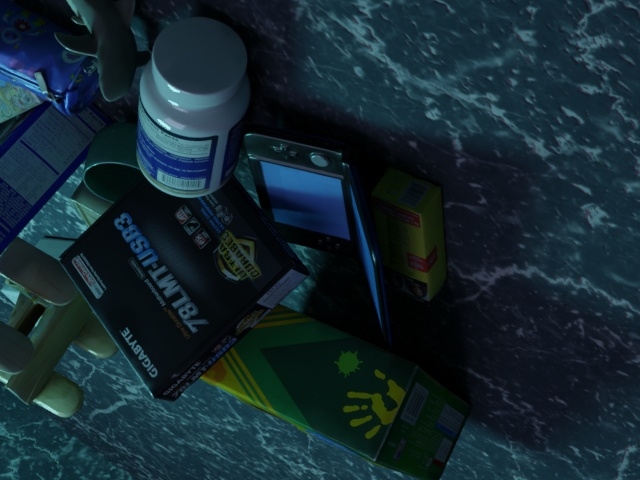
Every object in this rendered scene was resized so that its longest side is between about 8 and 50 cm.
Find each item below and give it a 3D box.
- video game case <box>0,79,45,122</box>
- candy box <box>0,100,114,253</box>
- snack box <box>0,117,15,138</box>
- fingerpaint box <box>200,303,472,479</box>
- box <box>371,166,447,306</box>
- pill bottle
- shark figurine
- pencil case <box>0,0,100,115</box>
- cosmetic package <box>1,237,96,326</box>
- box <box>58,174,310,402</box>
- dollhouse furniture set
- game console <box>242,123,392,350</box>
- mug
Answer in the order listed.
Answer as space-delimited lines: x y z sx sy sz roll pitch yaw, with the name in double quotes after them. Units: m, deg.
-0.556 -0.304 2.026 0.206 0.026 0.227 -10 117 54 "video game case"
-0.521 -0.092 2.060 0.122 0.317 0.268 45 149 -15 "candy box"
-0.629 -0.111 2.289 0.060 0.187 0.322 29 152 11 "snack box"
0.013 0.239 2.016 0.371 0.163 0.445 23 173 21 "fingerpaint box"
0.130 -0.002 1.775 0.087 0.058 0.232 24 150 22 "box"
-0.177 -0.183 1.720 0.153 0.153 0.265 31 152 6 "pill bottle"
-0.315 -0.332 1.730 0.278 0.166 0.116 50 127 8 "shark figurine"
-0.471 -0.293 1.861 0.306 0.133 0.119 26 130 4 "pencil case"
-0.521 0.101 2.545 0.183 0.151 0.151 4 141 44 "cosmetic package"
-0.211 0.038 1.862 0.295 0.293 0.073 52 -172 26 "box"
-0.385 0.119 2.139 0.256 0.394 0.362 28 164 12 "dollhouse furniture set"
0.000 0.000 1.769 0.250 0.173 0.293 13 151 15 "game console"
-0.300 -0.123 1.995 0.129 0.097 0.157 -17 143 35 "mug"
